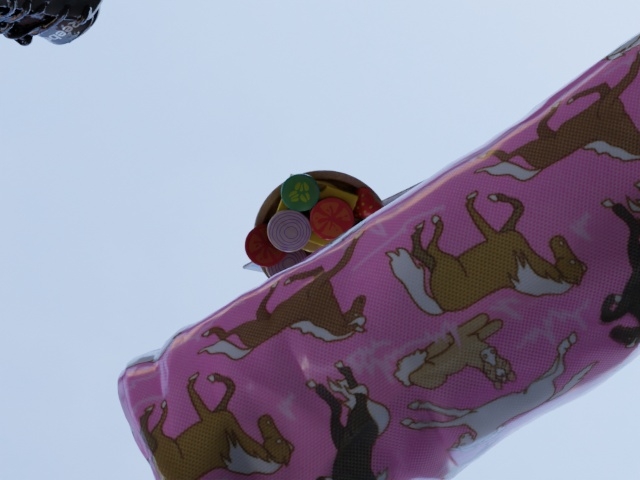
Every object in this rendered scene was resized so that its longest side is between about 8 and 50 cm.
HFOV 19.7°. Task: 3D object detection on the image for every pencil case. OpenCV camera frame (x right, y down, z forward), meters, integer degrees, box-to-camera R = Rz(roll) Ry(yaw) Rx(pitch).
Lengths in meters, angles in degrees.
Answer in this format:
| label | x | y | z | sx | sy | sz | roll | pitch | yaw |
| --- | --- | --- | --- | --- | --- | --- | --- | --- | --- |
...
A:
| label | x | y | z | sx | sy | sz | roll | pitch | yaw |
| --- | --- | --- | --- | --- | --- | --- | --- | --- | --- |
| pencil case | 0.082 | 0.031 | 0.928 | 0.386 | 0.160 | 0.167 | -33 | -49 | 4 |

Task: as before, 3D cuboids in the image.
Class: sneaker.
| label | x | y | z | sx | sy | sz | roll | pitch | yaw |
| --- | --- | --- | --- | --- | --- | --- | --- | --- | --- |
| sneaker | -0.238 | -0.204 | 1.420 | 0.276 | 0.098 | 0.135 | -40 | -67 | -53 |

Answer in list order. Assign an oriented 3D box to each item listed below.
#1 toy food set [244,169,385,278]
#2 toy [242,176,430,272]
| label | x | y | z | sx | sy | sz | roll | pitch | yaw |
| --- | --- | --- | --- | --- | --- | --- | --- | --- | --- |
| toy food set | 0.000 | 0.000 | 1.055 | 0.083 | 0.020 | 0.083 | 18 | -73 | -7 |
| toy | 0.079 | -0.003 | 1.325 | 0.137 | 0.237 | 0.056 | 16 | -131 | -63 |
